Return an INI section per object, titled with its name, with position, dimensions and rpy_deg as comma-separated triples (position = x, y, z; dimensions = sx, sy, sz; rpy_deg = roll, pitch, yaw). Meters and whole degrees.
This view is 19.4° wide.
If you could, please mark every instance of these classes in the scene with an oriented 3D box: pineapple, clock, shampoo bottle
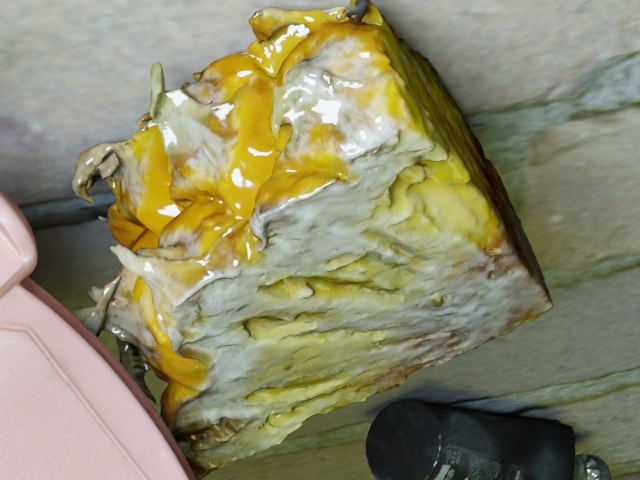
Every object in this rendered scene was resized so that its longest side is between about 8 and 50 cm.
[pineapple]
position = 0.000, 0.000, 0.754
dimensions = 0.186, 0.114, 0.236
rpy_deg = 4, 148, -30
[clock]
position = -0.158, 0.109, 0.766
dimensions = 0.142, 0.227, 0.241
rpy_deg = -42, -167, -26
[shampoo bottle]
position = 0.115, 0.141, 1.159
dimensions = 0.057, 0.063, 0.208
rpy_deg = -20, 156, 37
